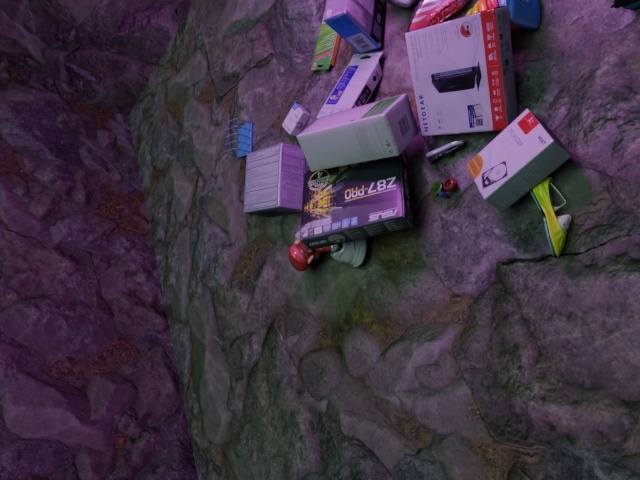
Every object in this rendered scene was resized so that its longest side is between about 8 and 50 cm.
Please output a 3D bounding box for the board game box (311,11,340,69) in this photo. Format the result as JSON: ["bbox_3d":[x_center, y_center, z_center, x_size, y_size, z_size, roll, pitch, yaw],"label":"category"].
[{"bbox_3d":[0.034,-0.873,2.050,0.124,0.039,0.259,20,96,46],"label":"board game box"}]

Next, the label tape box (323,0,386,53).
[{"bbox_3d":[0.143,-0.930,1.783,0.106,0.241,0.333,-1,77,40],"label":"label tape box"}]

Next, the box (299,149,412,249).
[{"bbox_3d":[0.121,-0.155,1.678,0.395,0.097,0.317,-13,59,26],"label":"box"}]

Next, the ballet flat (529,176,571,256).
[{"bbox_3d":[0.637,-0.073,1.280,0.077,0.077,0.230,-20,67,25],"label":"ballet flat"}]

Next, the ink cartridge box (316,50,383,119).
[{"bbox_3d":[0.128,-0.592,1.841,0.166,0.065,0.332,19,76,46],"label":"ink cartridge box"}]

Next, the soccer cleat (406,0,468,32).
[{"bbox_3d":[0.424,-0.802,1.588,0.318,0.109,0.116,-47,57,28],"label":"soccer cleat"}]

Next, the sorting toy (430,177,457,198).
[{"bbox_3d":[0.414,-0.168,1.551,0.102,0.042,0.061,-17,56,56],"label":"sorting toy"}]

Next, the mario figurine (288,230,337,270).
[{"bbox_3d":[0.000,0.000,1.923,0.320,0.170,0.198,-48,16,17],"label":"mario figurine"}]

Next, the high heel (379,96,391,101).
[{"bbox_3d":[0.215,-0.395,1.768,0.261,0.093,0.186,-44,67,29],"label":"high heel"}]

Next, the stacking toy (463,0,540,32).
[{"bbox_3d":[0.505,-0.678,1.471,0.302,0.166,0.175,-21,76,57],"label":"stacking toy"}]

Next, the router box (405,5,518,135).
[{"bbox_3d":[0.431,-0.500,1.439,0.301,0.082,0.335,7,119,47],"label":"router box"}]

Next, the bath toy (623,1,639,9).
[{"bbox_3d":[0.764,-0.772,1.209,0.151,0.129,0.347,-36,59,37],"label":"bath toy"}]

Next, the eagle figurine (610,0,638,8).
[{"bbox_3d":[0.861,-0.580,1.044,0.298,0.225,0.226,-47,65,18],"label":"eagle figurine"}]

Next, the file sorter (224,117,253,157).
[{"bbox_3d":[-0.427,-0.530,2.429,0.118,0.105,0.170,-6,80,46],"label":"file sorter"}]

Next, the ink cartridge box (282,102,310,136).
[{"bbox_3d":[-0.112,-0.550,2.141,0.122,0.052,0.088,-54,50,24],"label":"ink cartridge box"}]

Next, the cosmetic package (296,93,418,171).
[{"bbox_3d":[0.127,-0.367,1.632,0.366,0.197,0.155,-4,122,37],"label":"cosmetic package"}]

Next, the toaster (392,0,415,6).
[{"bbox_3d":[0.262,-0.922,1.670,0.129,0.227,0.146,-60,15,22],"label":"toaster"}]

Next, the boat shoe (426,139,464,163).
[{"bbox_3d":[0.418,-0.295,1.560,0.142,0.049,0.040,-18,90,45],"label":"boat shoe"}]

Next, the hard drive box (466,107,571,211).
[{"bbox_3d":[0.553,-0.227,1.333,0.232,0.089,0.181,-46,31,30],"label":"hard drive box"}]

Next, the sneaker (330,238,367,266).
[{"bbox_3d":[0.119,-0.052,1.754,0.111,0.130,0.296,-173,94,-72],"label":"sneaker"}]

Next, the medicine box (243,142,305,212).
[{"bbox_3d":[-0.209,-0.267,2.129,0.264,0.149,0.288,-4,81,46],"label":"medicine box"}]
